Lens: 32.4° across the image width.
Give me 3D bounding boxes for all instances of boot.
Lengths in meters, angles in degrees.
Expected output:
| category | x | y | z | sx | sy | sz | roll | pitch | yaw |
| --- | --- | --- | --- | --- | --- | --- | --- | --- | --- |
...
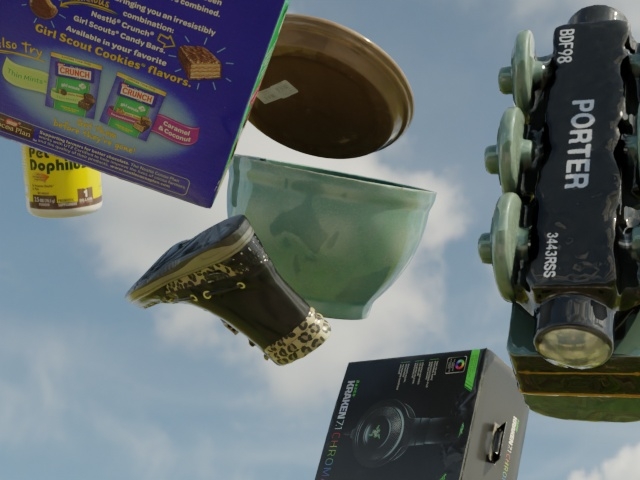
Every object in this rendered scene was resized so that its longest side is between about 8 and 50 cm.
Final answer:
| category | x | y | z | sx | sy | sz | roll | pitch | yaw |
| --- | --- | --- | --- | --- | --- | --- | --- | --- | --- |
| boot | -0.112 | 0.079 | 1.293 | 0.178 | 0.085 | 0.236 | 49 | -43 | -15 |

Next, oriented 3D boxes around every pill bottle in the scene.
| category | x | y | z | sx | sy | sz | roll | pitch | yaw |
| --- | --- | --- | --- | --- | --- | --- | --- | --- | --- |
| pill bottle | -0.401 | -0.148 | 1.697 | 0.117 | 0.117 | 0.214 | 0 | -77 | 7 |

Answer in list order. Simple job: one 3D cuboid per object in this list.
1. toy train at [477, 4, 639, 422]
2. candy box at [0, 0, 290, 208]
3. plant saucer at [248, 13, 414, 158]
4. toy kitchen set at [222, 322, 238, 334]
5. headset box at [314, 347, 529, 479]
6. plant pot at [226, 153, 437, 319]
| category | x | y | z | sx | sy | sz | roll | pitch | yaw |
| --- | --- | --- | --- | --- | --- | --- | --- | --- | --- |
| toy train | 0.205 | -0.024 | 0.837 | 0.142 | 0.333 | 0.190 | -2 | -41 | 19 |
| candy box | -0.173 | -0.222 | 1.057 | 0.268 | 0.122 | 0.317 | 20 | -56 | -6 |
| plant saucer | -0.010 | -0.197 | 1.504 | 0.278 | 0.041 | 0.278 | 15 | -29 | 9 |
| toy kitchen set | -0.109 | 0.152 | 1.886 | 0.075 | 0.083 | 0.068 | -42 | -50 | 3 |
| headset box | 0.153 | 0.299 | 1.585 | 0.283 | 0.246 | 0.131 | -11 | -39 | 42 |
| plant pot | 0.000 | 0.000 | 1.537 | 0.293 | 0.196 | 0.293 | 10 | 6 | -1 |
